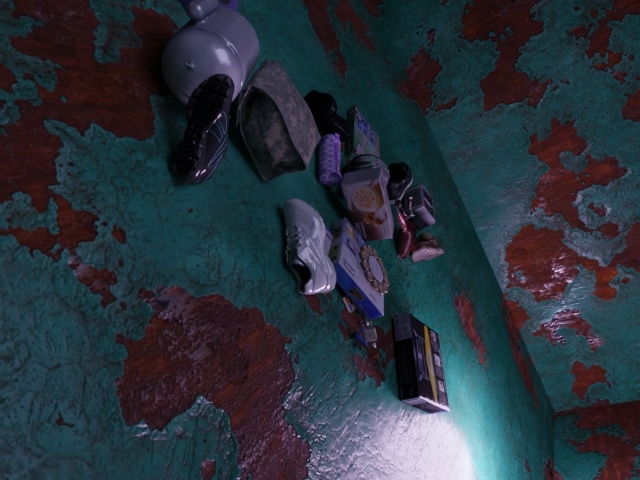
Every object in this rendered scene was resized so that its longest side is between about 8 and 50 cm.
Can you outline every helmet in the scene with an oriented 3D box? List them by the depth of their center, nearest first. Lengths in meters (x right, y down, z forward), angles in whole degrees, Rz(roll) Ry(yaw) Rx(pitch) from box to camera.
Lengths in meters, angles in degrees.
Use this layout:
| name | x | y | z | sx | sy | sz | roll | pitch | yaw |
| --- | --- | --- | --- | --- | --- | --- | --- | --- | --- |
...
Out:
| name | x | y | z | sx | sy | sz | roll | pitch | yaw |
| --- | --- | --- | --- | --- | --- | --- | --- | --- | --- |
| helmet | 0.185 | -0.261 | 1.831 | 0.169 | 0.162 | 0.169 | 36 | 42 | -41 |

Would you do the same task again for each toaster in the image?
| name | x | y | z | sx | sy | sz | roll | pitch | yaw |
| --- | --- | --- | --- | --- | --- | --- | --- | --- | --- |
| toaster | 0.483 | -0.174 | 2.298 | 0.186 | 0.110 | 0.168 | 43 | 37 | -35 |

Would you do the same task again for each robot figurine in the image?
| name | x | y | z | sx | sy | sz | roll | pitch | yaw |
| --- | --- | --- | --- | --- | --- | --- | --- | --- | --- |
| robot figurine | -0.279 | -0.469 | 1.197 | 0.353 | 0.200 | 0.299 | -77 | 165 | -45 |

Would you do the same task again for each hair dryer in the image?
| name | x | y | z | sx | sy | sz | roll | pitch | yaw |
| --- | --- | --- | --- | --- | --- | --- | --- | --- | --- |
| hair dryer | 0.351 | -0.065 | 2.018 | 0.224 | 0.080 | 0.293 | -1 | 86 | -56 |

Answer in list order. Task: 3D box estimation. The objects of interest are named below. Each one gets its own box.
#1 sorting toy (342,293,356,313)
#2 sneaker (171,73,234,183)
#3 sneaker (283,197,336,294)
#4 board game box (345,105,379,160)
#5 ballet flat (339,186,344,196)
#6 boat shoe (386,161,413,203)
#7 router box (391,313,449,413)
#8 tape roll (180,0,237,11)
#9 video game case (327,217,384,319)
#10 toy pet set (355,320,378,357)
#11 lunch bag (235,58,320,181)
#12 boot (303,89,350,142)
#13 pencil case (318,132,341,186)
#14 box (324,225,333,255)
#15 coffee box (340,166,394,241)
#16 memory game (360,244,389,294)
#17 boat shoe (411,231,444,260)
| name | x | y | z | sx | sy | sz | roll | pitch | yaw |
| --- | --- | --- | --- | --- | --- | --- | --- | --- | --- |
| sorting toy | 0.092 | 0.192 | 1.526 | 0.062 | 0.012 | 0.083 | -30 | 96 | -59 |
| sneaker | -0.266 | -0.260 | 1.098 | 0.267 | 0.101 | 0.106 | -65 | 158 | 7 |
| sneaker | -0.047 | 0.016 | 1.338 | 0.129 | 0.111 | 0.297 | -9 | 77 | -53 |
| board game box | 0.192 | -0.426 | 2.071 | 0.213 | 0.046 | 0.317 | 43 | 37 | -36 |
| ballet flat | 0.138 | -0.165 | 1.798 | 0.188 | 0.070 | 0.070 | 45 | 36 | -39 |
| boat shoe | 0.347 | -0.298 | 2.135 | 0.340 | 0.127 | 0.113 | -55 | 144 | -46 |
| router box | 0.370 | 0.457 | 1.719 | 0.243 | 0.081 | 0.308 | 36 | 42 | -41 |
| tape roll | -0.345 | -0.749 | 1.403 | 0.189 | 0.080 | 0.189 | 35 | 44 | -42 |
| video game case | 0.125 | 0.094 | 1.585 | 0.269 | 0.061 | 0.244 | 50 | 30 | -26 |
| toy pet set | 0.145 | 0.320 | 1.501 | 0.114 | 0.065 | 0.122 | 89 | -9 | -74 |
| lunch bag | -0.134 | -0.357 | 1.351 | 0.235 | 0.169 | 0.287 | -74 | 146 | -53 |
| boot | 0.048 | -0.452 | 1.745 | 0.207 | 0.094 | 0.246 | 41 | 7 | -34 |
| pencil case | 0.036 | -0.293 | 1.689 | 0.086 | 0.088 | 0.206 | 16 | 52 | -25 |
| box | 0.000 | 0.000 | 1.497 | 0.081 | 0.028 | 0.136 | 50 | 32 | -27 |
| coffee box | 0.174 | -0.126 | 1.679 | 0.098 | 0.141 | 0.246 | -70 | 148 | -55 |
| memory game | 0.189 | 0.100 | 1.614 | 0.186 | 0.012 | 0.186 | 43 | 33 | -38 |
| boat shoe | 0.483 | 0.026 | 2.169 | 0.324 | 0.123 | 0.116 | 8 | 59 | -66 |
